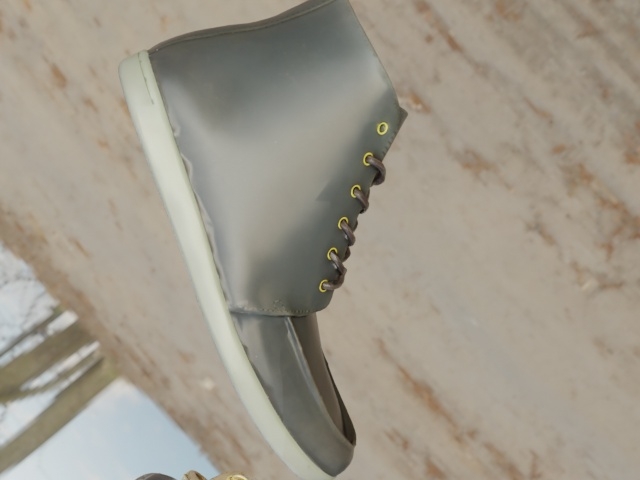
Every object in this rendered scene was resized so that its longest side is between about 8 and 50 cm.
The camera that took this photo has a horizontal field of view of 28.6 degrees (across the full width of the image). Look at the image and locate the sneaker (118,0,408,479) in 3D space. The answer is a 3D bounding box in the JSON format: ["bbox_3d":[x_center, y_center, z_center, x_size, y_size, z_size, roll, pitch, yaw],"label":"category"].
[{"bbox_3d":[0.000,0.000,0.582,0.083,0.118,0.222,-100,-11,-80],"label":"sneaker"}]

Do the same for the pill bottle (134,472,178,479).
[{"bbox_3d":[-0.218,0.335,1.202,0.130,0.245,0.131,17,120,32],"label":"pill bottle"}]

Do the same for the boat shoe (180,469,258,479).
[{"bbox_3d":[-0.059,0.174,0.792,0.063,0.059,0.170,44,158,-22],"label":"boat shoe"}]
